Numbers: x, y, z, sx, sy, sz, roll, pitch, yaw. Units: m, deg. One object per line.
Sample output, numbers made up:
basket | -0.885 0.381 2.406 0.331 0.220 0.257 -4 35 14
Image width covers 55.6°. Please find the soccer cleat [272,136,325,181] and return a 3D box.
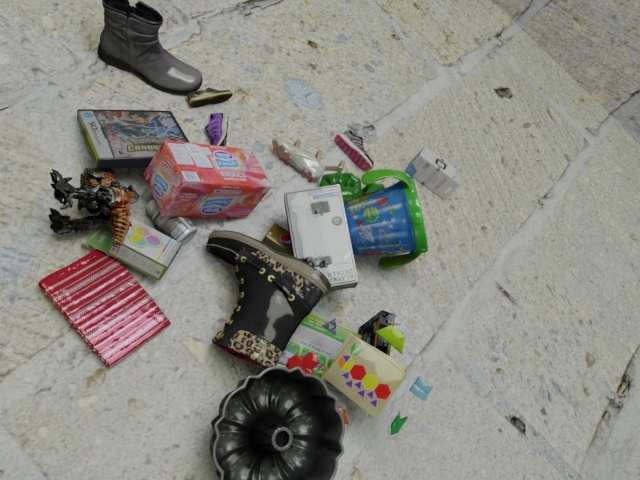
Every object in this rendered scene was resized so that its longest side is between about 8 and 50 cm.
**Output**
soccer cleat | -0.071 -0.271 1.960 0.196 0.068 0.076 40 64 -10

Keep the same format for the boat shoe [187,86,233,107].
boat shoe | -0.354 -0.466 1.941 0.152 0.056 0.049 -20 77 -35

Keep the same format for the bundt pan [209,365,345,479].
bundt pan | -0.113 0.460 1.425 0.331 0.124 0.330 6 78 -27

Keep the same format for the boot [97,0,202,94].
boot | -0.501 -0.585 1.830 0.338 0.222 0.118 16 55 -18

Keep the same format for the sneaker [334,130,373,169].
sneaker | 0.131 -0.317 2.096 0.170 0.063 0.075 45 58 10

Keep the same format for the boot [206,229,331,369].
boot | -0.194 0.149 1.578 0.378 0.138 0.284 23 72 20

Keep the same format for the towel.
towel | -0.528 0.155 1.492 0.275 0.031 0.199 49 50 4

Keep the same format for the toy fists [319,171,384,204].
toy fists | 0.127 -0.139 1.967 0.279 0.096 0.142 17 54 -16

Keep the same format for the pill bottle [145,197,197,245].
pill bottle | -0.407 -0.055 1.650 0.137 0.078 0.078 47 52 5

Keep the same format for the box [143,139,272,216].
box | -0.307 -0.165 1.673 0.300 0.142 0.154 -3 56 -48

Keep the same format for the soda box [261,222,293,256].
soda box | -0.082 0.029 1.780 0.181 0.058 0.061 35 52 -5

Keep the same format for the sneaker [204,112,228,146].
sneaker | -0.325 -0.330 1.882 0.071 0.068 0.169 4 50 -8

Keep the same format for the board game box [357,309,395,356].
board game box | 0.144 0.297 1.681 0.048 0.141 0.170 24 53 -15

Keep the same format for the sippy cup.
sippy cup | 0.189 -0.056 1.822 0.224 0.240 0.305 -12 92 5

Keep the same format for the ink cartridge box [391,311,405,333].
ink cartridge box | 0.218 0.262 1.812 0.048 0.028 0.083 -17 71 -33

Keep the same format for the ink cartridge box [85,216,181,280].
ink cartridge box | -0.478 0.008 1.565 0.209 0.062 0.109 29 31 -9

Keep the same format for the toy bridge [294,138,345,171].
toy bridge | -0.009 -0.273 2.021 0.188 0.026 0.063 23 55 -13

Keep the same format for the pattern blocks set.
pattern blocks set | 0.110 0.343 1.557 0.285 0.026 0.325 -44 83 -5

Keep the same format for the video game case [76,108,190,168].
video game case | -0.516 -0.291 1.709 0.275 0.035 0.248 -7 45 -32

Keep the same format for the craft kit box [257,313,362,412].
craft kit box | -0.028 0.322 1.634 0.250 0.061 0.246 26 56 -12

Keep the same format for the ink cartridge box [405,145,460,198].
ink cartridge box | 0.408 -0.241 2.168 0.180 0.104 0.060 36 50 -5

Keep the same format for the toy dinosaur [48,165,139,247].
toy dinosaur | -0.555 -0.099 1.525 0.219 0.322 0.164 -5 108 -33

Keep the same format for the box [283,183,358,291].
box | 0.000 0.000 1.709 0.169 0.087 0.289 -8 77 -5
